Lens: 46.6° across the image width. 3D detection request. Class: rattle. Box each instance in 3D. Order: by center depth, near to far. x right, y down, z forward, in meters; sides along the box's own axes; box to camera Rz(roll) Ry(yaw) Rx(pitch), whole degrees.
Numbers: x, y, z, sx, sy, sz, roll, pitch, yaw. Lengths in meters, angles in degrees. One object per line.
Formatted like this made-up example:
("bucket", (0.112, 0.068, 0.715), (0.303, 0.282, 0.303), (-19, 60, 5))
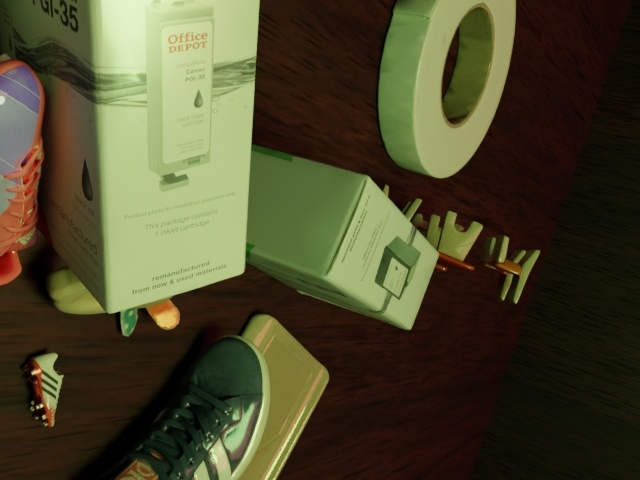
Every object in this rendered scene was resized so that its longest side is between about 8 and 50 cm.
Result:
("rattle", (-0.208, 0.013, 0.765), (0.130, 0.143, 0.199), (-36, 165, 3))

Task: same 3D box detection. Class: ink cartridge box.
("ink cartridge box", (-0.146, -0.127, 0.529), (0.117, 0.207, 0.283), (-17, 127, -34))
("ink cartridge box", (0.000, 0.000, 0.924), (0.289, 0.211, 0.122), (37, 74, -61))

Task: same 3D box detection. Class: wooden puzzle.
("wooden puzzle", (-0.092, 0.243, 1.093), (0.221, 0.044, 0.239), (-61, 145, -16))

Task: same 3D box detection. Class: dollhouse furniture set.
("dollhouse furniture set", (0.188, 0.028, 1.239), (0.259, 0.262, 0.135), (163, -50, -87))

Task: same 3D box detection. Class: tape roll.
("tape roll", (0.222, -0.299, 1.256), (0.392, 0.072, 0.392), (-36, 136, -44))

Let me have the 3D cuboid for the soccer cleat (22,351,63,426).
("soccer cleat", (-0.271, 0.149, 0.741), (0.035, 0.029, 0.083), (-29, 127, -44))

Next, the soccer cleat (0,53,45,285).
("soccer cleat", (-0.224, -0.039, 0.515), (0.095, 0.248, 0.083), (49, 53, -7))

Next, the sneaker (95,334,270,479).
("sneaker", (-0.179, 0.263, 0.858), (0.350, 0.131, 0.148), (-63, 154, -12))
